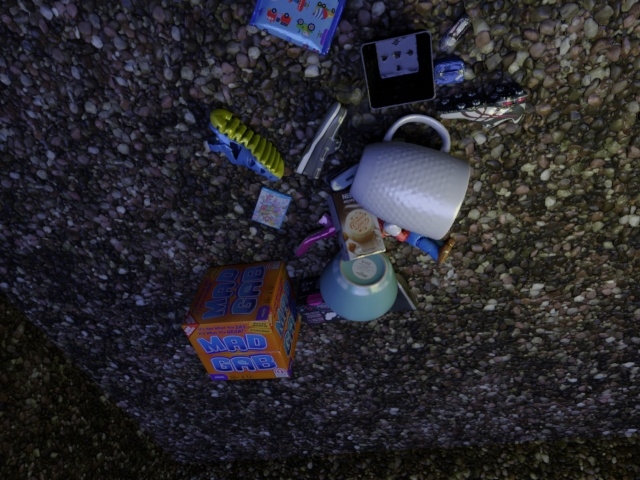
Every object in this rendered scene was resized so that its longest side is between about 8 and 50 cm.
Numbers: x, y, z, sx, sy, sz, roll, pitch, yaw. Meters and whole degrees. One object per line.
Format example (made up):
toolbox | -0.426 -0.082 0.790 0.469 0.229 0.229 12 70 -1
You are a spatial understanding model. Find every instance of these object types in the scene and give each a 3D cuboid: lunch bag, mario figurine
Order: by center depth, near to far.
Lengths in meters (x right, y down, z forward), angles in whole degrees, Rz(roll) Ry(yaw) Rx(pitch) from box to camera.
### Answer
lunch bag | -0.036 -0.691 1.223 0.221 0.138 0.293 21 111 -5
lunch bag | 0.389 -0.509 1.345 0.099 0.065 0.067 -5 127 13
mario figurine | 0.335 -0.053 1.633 0.321 0.170 0.198 28 170 13

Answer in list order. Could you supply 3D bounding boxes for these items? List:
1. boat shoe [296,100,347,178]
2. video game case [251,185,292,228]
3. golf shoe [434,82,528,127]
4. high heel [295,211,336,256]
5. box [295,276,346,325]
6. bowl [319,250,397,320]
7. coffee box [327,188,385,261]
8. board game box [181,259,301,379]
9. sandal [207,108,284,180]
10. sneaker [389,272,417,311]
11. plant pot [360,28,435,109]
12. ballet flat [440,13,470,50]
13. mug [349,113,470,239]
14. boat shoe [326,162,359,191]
boat shoe | 0.017 -0.331 1.514 0.091 0.109 0.305 25 133 -12
video game case | -0.193 -0.127 1.759 0.119 0.015 0.166 20 128 -7
golf shoe | 0.498 -0.401 1.395 0.273 0.105 0.120 -5 134 12
high heel | 0.000 0.000 1.791 0.117 0.082 0.244 36 112 -7
box | 0.038 0.250 1.929 0.248 0.163 0.142 -13 129 17
bowl | 0.153 0.132 1.704 0.312 0.311 0.163 7 148 3
coffee box | 0.126 -0.060 1.610 0.141 0.098 0.246 -15 88 -11
board game box | -0.312 0.345 1.927 0.357 0.356 0.356 -6 127 12
sandal | -0.268 -0.314 1.564 0.317 0.126 0.138 39 127 -11
sneaker | 0.325 0.237 1.930 0.118 0.083 0.222 -20 124 22
plant pot | 0.224 -0.513 1.301 0.188 0.166 0.187 -7 126 12
ballet flat | 0.387 -0.598 1.292 0.041 0.041 0.114 28 127 -14
mug | 0.291 -0.227 1.465 0.329 0.276 0.373 19 93 0
boat shoe | 0.107 -0.246 1.598 0.184 0.083 0.065 -28 124 -5
